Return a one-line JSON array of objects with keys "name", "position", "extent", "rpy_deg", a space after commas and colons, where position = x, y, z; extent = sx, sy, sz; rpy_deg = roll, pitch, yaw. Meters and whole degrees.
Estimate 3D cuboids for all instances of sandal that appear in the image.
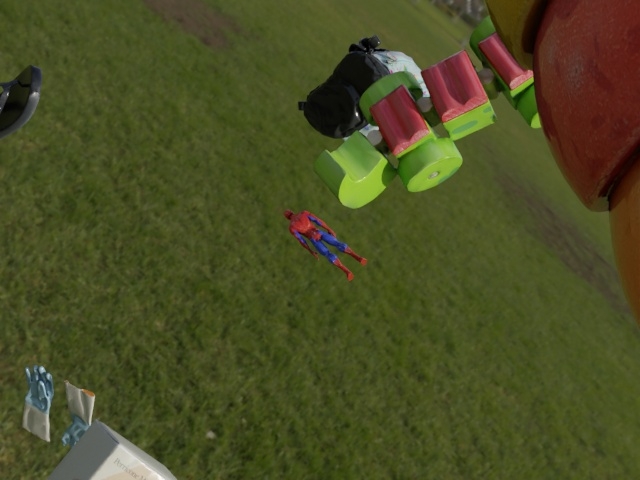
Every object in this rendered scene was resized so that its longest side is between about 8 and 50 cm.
[{"name": "sandal", "position": [-0.600, -0.232, 1.362], "extent": [0.054, 0.254, 0.097], "rpy_deg": [24, 41, -51]}]

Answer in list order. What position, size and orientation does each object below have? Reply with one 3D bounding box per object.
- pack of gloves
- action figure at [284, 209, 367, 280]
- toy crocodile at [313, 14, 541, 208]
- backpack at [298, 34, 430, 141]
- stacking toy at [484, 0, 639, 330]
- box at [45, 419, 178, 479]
[{"name": "pack of gloves", "position": [-0.607, 0.392, 1.740], "extent": [0.195, 0.232, 0.046], "rpy_deg": [25, 33, 14]}, {"name": "action figure", "position": [0.000, 0.000, 0.853], "extent": [0.115, 0.038, 0.030], "rpy_deg": [40, -2, 20]}, {"name": "toy crocodile", "position": [0.146, -0.147, 0.731], "extent": [0.115, 0.340, 0.105], "rpy_deg": [64, 13, 17]}, {"name": "backpack", "position": [0.078, -0.203, 1.048], "extent": [0.182, 0.152, 0.115], "rpy_deg": [-19, 77, -54]}, {"name": "stacking toy", "position": [0.204, -0.157, 0.428], "extent": [0.480, 0.350, 0.350], "rpy_deg": [52, 23, 20]}, {"name": "box", "position": [-0.341, 0.420, 1.003], "extent": [0.148, 0.311, 0.121], "rpy_deg": [44, -17, -26]}]
